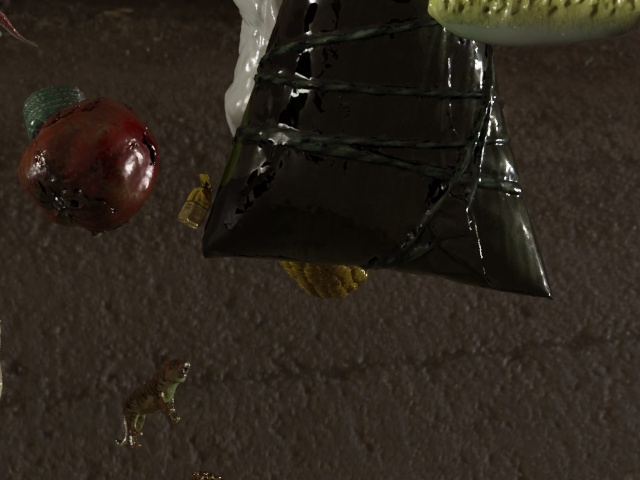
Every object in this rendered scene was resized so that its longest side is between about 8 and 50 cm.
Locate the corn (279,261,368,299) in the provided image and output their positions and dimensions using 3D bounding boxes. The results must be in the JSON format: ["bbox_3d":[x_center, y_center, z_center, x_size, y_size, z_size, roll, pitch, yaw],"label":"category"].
[{"bbox_3d":[0.000,0.000,1.029,0.119,0.322,0.119,-2,74,6],"label":"corn"}]

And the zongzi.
[{"bbox_3d":[0.045,-0.164,0.687,0.318,0.362,0.384,2,74,8],"label":"zongzi"}]

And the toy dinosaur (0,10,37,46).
[{"bbox_3d":[-0.670,-0.467,1.619,0.242,0.167,0.053,39,78,2],"label":"toy dinosaur"}]

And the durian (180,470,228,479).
[{"bbox_3d":[-0.197,0.491,1.503,0.188,0.148,0.091,20,60,26],"label":"durian"}]

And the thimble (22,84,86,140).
[{"bbox_3d":[-0.557,-0.261,1.734,0.135,0.118,0.090,-20,62,-5],"label":"thimble"}]

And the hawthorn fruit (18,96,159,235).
[{"bbox_3d":[-0.313,-0.126,1.149,0.181,0.181,0.235,13,50,2],"label":"hawthorn fruit"}]

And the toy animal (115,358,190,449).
[{"bbox_3d":[-0.322,0.315,1.567,0.056,0.241,0.099,18,42,-49],"label":"toy animal"}]

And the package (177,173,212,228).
[{"bbox_3d":[-0.297,-0.095,1.992,0.047,0.071,0.131,30,79,-24],"label":"package"}]

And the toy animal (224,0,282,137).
[{"bbox_3d":[-0.060,-0.279,1.250,0.193,0.357,0.258,-11,38,-9],"label":"toy animal"}]

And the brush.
[{"bbox_3d":[0.207,-0.145,0.464,0.312,0.067,0.072,4,10,19],"label":"brush"}]

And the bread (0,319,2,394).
[{"bbox_3d":[-0.639,0.239,1.480,0.054,0.316,0.316,5,41,-37],"label":"bread"}]
